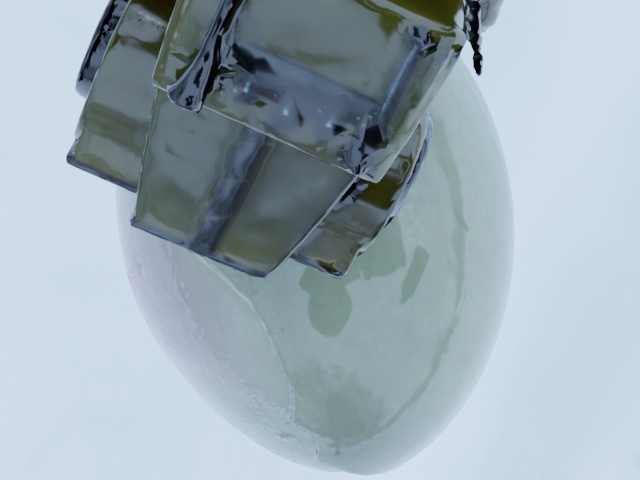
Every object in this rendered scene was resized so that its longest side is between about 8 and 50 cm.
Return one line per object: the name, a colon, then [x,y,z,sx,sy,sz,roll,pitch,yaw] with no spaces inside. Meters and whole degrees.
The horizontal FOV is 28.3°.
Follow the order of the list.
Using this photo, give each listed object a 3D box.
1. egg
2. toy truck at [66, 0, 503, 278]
egg: [0.000,0.000,0.583,0.183,0.183,0.217,-11,78,2]
toy truck: [0.011,-0.097,0.367,0.127,0.127,0.257,23,125,-9]
